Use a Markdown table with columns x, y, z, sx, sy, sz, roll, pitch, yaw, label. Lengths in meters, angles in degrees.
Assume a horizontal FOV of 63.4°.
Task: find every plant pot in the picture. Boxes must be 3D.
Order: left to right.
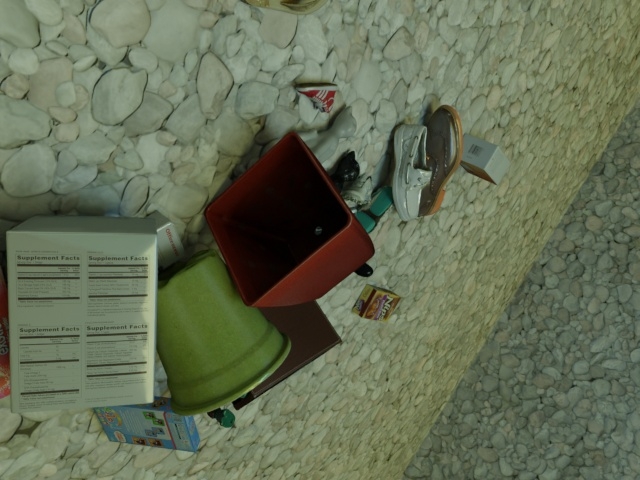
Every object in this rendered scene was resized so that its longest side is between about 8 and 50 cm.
| x | y | z | sx | sy | sz | roll | pitch | yaw | label |
| --- | --- | --- | --- | --- | --- | --- | --- | --- | --- |
| -0.239 | 0.166 | 1.059 | 0.276 | 0.276 | 0.253 | -33 | 103 | -29 | plant pot |
| -0.039 | -0.014 | 1.103 | 0.267 | 0.267 | 0.236 | -39 | 147 | 14 | plant pot |

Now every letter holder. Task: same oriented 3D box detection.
| x | y | z | sx | sy | sz | roll | pitch | yaw | label |
| --- | --- | --- | --- | --- | --- | --- | --- | --- | --- |
| -0.137 | 0.273 | 1.398 | 0.302 | 0.214 | 0.152 | -26 | 166 | -36 | letter holder |

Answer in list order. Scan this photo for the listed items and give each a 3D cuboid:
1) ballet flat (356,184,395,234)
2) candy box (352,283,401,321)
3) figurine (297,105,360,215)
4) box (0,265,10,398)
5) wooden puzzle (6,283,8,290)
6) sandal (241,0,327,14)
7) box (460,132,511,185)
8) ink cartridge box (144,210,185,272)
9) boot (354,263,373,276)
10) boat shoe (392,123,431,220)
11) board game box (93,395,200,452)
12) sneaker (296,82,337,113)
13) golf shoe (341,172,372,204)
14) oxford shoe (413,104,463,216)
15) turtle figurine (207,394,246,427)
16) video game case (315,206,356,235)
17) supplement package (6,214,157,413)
| x | y | z | sx | sy | sz | roll | pitch | yaw | label |
| --- | --- | --- | --- | --- | --- | --- | --- | --- | --- |
| 0.136 | -0.063 | 1.492 | 0.241 | 0.091 | 0.077 | -39 | 165 | -16 | ballet flat |
| 0.198 | 0.220 | 1.801 | 0.187 | 0.053 | 0.109 | 19 | 101 | -55 | candy box |
| 0.026 | -0.200 | 1.263 | 0.209 | 0.092 | 0.214 | -42 | 142 | -33 | figurine |
| -0.552 | 0.127 | 0.801 | 0.123 | 0.128 | 0.256 | -22 | 133 | -38 | box |
| -0.516 | 0.075 | 0.905 | 0.083 | 0.006 | 0.049 | -57 | 144 | 1 | wooden puzzle |
| -0.038 | -0.465 | 0.975 | 0.240 | 0.079 | 0.088 | -21 | 132 | -39 | sandal |
| 0.548 | -0.273 | 1.756 | 0.170 | 0.130 | 0.091 | 23 | 98 | -53 | box |
| -0.347 | 0.020 | 1.014 | 0.135 | 0.056 | 0.099 | -35 | 140 | -26 | ink cartridge box |
| 0.100 | 0.045 | 1.499 | 0.045 | 0.121 | 0.099 | -42 | 148 | -23 | boot |
| 0.263 | -0.186 | 1.453 | 0.098 | 0.096 | 0.277 | -24 | 115 | -50 | boat shoe |
| -0.387 | 0.405 | 1.157 | 0.039 | 0.212 | 0.160 | -78 | 170 | -51 | board game box |
| -0.009 | -0.316 | 1.155 | 0.118 | 0.042 | 0.067 | -17 | 126 | -44 | sneaker |
| 0.099 | -0.141 | 1.380 | 0.176 | 0.069 | 0.086 | -25 | 129 | -73 | golf shoe |
| 0.320 | -0.220 | 1.541 | 0.133 | 0.130 | 0.363 | -17 | 129 | -33 | oxford shoe |
| -0.297 | 0.366 | 1.249 | 0.118 | 0.234 | 0.175 | 39 | 61 | -60 | turtle figurine |
| 0.000 | 0.000 | 1.375 | 0.191 | 0.022 | 0.173 | -10 | 127 | -19 | video game case |
| -0.365 | 0.101 | 0.826 | 0.198 | 0.199 | 0.262 | 1 | 99 | -18 | supplement package |
